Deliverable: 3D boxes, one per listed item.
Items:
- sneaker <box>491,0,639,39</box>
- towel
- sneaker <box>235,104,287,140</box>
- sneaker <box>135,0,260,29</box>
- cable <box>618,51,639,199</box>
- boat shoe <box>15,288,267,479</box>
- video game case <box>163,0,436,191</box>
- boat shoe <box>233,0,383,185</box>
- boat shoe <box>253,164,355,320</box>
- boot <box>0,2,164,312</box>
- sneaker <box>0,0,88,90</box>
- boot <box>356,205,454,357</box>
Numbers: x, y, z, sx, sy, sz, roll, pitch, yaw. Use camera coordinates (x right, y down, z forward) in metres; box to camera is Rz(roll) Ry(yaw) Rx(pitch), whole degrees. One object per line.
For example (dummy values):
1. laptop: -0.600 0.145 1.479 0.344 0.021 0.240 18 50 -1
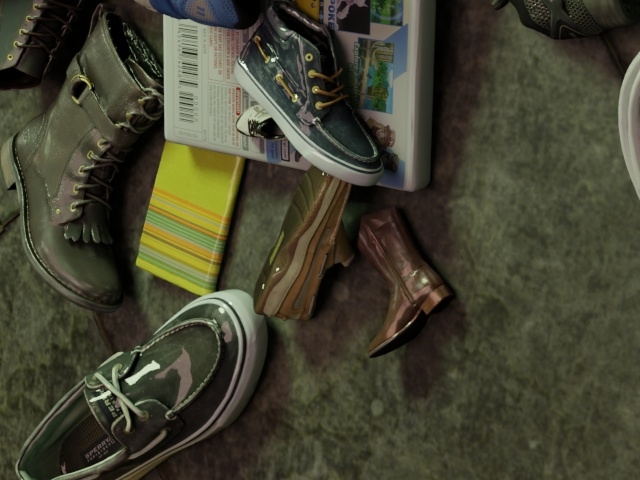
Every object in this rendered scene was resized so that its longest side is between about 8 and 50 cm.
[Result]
1. sneaker: 0.184 -0.276 1.554 0.130 0.087 0.228 -14 88 32
2. towel: -0.118 -0.067 1.855 0.102 0.021 0.237 23 106 31
3. sneaker: -0.052 -0.109 1.718 0.083 0.037 0.032 0 105 39
4. sneaker: -0.059 -0.337 1.620 0.147 0.130 0.330 24 121 14
5. cable: 0.336 -0.055 1.366 0.257 0.089 0.257 -5 114 60
6. boat shoe: -0.183 0.171 1.851 0.335 0.119 0.121 -45 65 31
7. video game case: -0.024 -0.229 1.710 0.300 0.036 0.329 13 111 34
8. boat shoe: -0.002 -0.133 1.655 0.183 0.065 0.083 44 126 20
9. boat shoe: 0.000 0.000 1.728 0.068 0.072 0.190 -89 21 -49
10. boot: -0.226 -0.084 1.892 0.229 0.091 0.263 -45 63 32
11. sneaker: -0.272 -0.237 1.911 0.222 0.083 0.118 -28 52 46
12. boot: 0.057 0.037 1.703 0.106 0.037 0.114 -42 69 18
